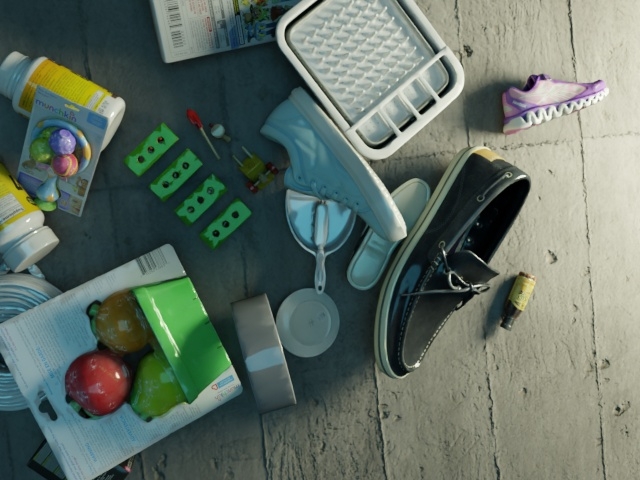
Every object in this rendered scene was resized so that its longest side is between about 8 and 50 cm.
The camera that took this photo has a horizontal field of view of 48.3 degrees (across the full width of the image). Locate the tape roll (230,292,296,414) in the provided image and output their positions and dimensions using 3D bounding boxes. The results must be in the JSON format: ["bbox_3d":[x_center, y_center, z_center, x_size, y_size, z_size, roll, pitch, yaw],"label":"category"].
[{"bbox_3d":[-0.109,0.214,1.356,0.072,0.219,0.219,-16,96,-7],"label":"tape roll"}]

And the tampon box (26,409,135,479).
[{"bbox_3d":[-0.453,0.416,1.367,0.161,0.120,0.101,39,88,-9],"label":"tampon box"}]

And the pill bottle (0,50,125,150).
[{"bbox_3d":[-0.482,-0.260,1.319,0.215,0.117,0.117,28,89,-10],"label":"pill bottle"}]

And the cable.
[{"bbox_3d":[-0.580,0.193,1.349,0.257,0.089,0.257,-45,99,-3],"label":"cable"}]

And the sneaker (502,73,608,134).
[{"bbox_3d":[0.479,-0.302,1.476,0.236,0.095,0.104,-18,89,-6],"label":"sneaker"}]

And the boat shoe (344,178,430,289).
[{"bbox_3d":[0.133,-0.014,1.447,0.095,0.079,0.254,28,92,-11],"label":"boat shoe"}]

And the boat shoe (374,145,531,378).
[{"bbox_3d":[0.258,0.052,1.407,0.187,0.156,0.500,31,86,-51],"label":"boat shoe"}]

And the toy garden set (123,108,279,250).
[{"bbox_3d":[-0.224,-0.138,1.403,0.204,0.049,0.244,-44,98,-2],"label":"toy garden set"}]

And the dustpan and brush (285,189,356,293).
[{"bbox_3d":[0.000,0.000,1.437,0.147,0.060,0.211,2,93,-9],"label":"dustpan and brush"}]

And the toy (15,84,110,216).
[{"bbox_3d":[-0.481,-0.146,1.294,0.137,0.056,0.237,25,128,-8],"label":"toy"}]

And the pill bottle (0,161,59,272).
[{"bbox_3d":[-0.587,-0.051,1.309,0.119,0.119,0.208,-39,94,-4],"label":"pill bottle"}]

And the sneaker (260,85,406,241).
[{"bbox_3d":[0.017,-0.118,1.374,0.150,0.135,0.366,-39,70,9],"label":"sneaker"}]

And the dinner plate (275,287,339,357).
[{"bbox_3d":[-0.023,0.168,1.450,0.141,0.017,0.141,0,89,-25],"label":"dinner plate"}]

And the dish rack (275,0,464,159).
[{"bbox_3d":[0.094,-0.353,1.401,0.285,0.072,0.333,-42,101,-13],"label":"dish rack"}]

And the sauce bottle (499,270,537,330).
[{"bbox_3d":[0.419,0.130,1.519,0.042,0.042,0.128,21,91,-9],"label":"sauce bottle"}]

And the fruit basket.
[{"bbox_3d":[-0.366,0.225,1.324,0.353,0.165,0.327,-28,95,-13],"label":"fruit basket"}]

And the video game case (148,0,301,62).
[{"bbox_3d":[-0.177,-0.516,1.303,0.300,0.036,0.329,-16,121,-16],"label":"video game case"}]
